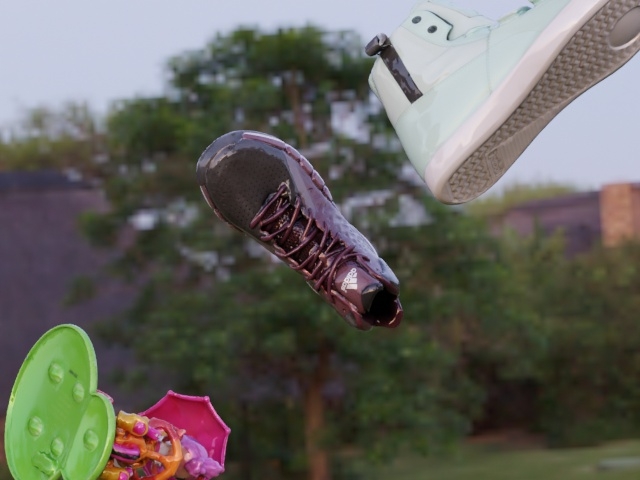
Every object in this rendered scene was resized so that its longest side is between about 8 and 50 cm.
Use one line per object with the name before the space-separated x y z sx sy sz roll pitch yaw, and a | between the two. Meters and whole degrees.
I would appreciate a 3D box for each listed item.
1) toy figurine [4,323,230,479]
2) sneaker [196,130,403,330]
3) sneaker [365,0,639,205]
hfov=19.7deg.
toy figurine | -0.136 0.152 1.434 0.159 0.130 0.173 19 4 -34
sneaker | 0.000 0.000 1.921 0.281 0.106 0.162 39 4 -36
sneaker | 0.141 -0.165 1.379 0.256 0.151 0.094 -44 -33 14
